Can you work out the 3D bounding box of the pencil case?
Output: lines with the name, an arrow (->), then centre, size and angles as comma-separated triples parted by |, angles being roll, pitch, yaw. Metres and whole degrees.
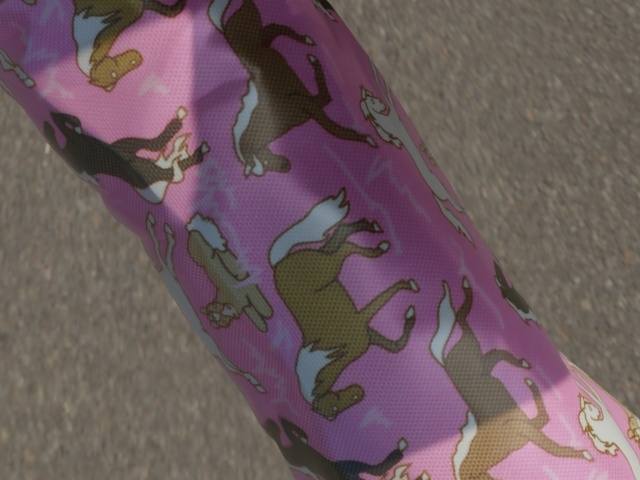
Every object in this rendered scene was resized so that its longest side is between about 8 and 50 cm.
pencil case -> 0.000, 0.000, 0.670 | 0.160, 0.167, 0.386 | -41, 100, -26
